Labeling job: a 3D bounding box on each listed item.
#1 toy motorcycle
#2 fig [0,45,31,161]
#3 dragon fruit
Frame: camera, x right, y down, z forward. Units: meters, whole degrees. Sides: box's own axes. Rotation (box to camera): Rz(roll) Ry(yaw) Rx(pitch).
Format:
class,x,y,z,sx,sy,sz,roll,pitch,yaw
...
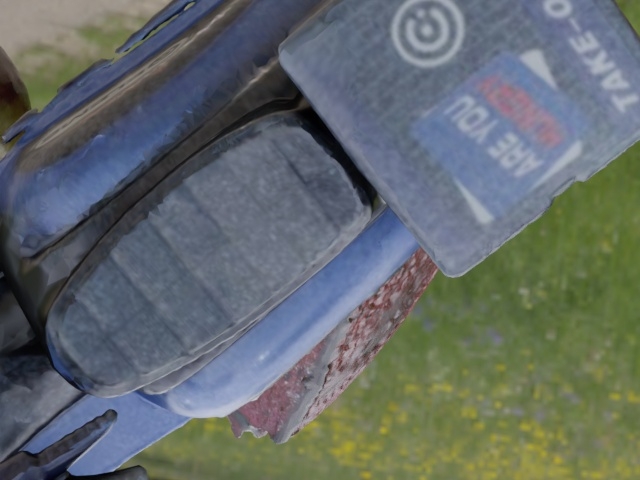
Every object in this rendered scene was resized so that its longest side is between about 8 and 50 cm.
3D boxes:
class,x,y,z,sx,sy,sz,roll,pitch,yaw
toy motorcycle,-0.075,0.026,0.477,0.125,0.358,0.212,50,-177,-11
fig,-0.223,-0.052,0.750,0.109,0.154,0.103,27,140,33
dragon fruit,0.000,0.000,0.953,0.189,0.262,0.163,1,-143,-34
